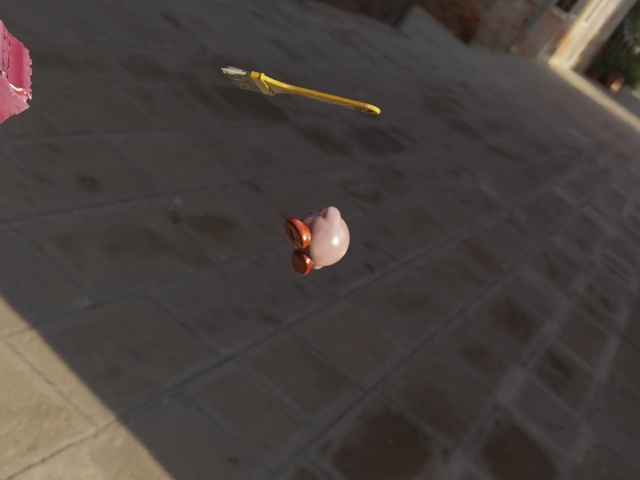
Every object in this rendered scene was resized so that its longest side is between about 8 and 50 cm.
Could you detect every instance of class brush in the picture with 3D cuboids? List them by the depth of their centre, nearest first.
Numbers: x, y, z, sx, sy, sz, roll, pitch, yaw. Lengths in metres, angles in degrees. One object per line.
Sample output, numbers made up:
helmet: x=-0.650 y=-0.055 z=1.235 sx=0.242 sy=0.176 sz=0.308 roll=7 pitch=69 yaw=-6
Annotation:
brush: x=-0.029 y=-0.250 z=1.706 sx=0.272 sy=0.013 sz=0.103 roll=15 pitch=-5 yaw=13

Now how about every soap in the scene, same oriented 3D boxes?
soap: x=-0.587 y=-0.293 z=1.736 sx=0.099 sy=0.162 sz=0.250 roll=47 pitch=15 yaw=-40

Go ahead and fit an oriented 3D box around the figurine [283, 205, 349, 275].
figurine: x=0.000 y=0.000 z=1.209 sx=0.071 sy=0.083 sz=0.067 roll=-30 pitch=52 yaw=-32
